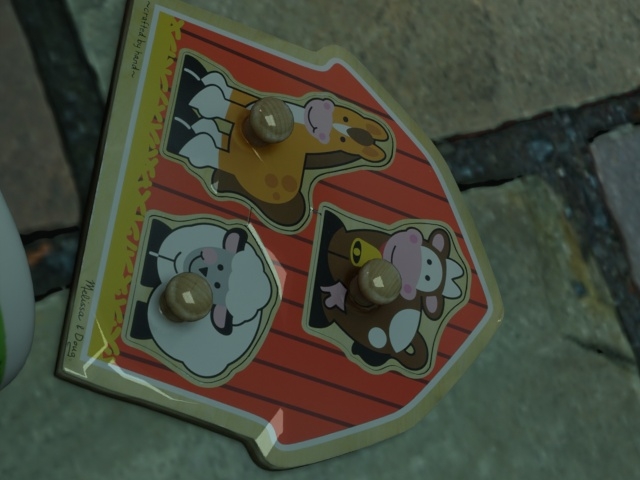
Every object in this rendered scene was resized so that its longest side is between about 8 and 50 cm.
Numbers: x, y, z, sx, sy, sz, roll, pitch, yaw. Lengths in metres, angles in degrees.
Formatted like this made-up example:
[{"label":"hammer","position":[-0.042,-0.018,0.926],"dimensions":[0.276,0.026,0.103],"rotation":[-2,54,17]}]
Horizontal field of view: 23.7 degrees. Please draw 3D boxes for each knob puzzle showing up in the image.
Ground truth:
[{"label":"knob puzzle","position":[0.000,0.000,0.625],"dimensions":[0.213,0.030,0.213],"rotation":[12,66,-28]}]

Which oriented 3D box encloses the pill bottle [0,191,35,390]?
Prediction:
[{"label":"pill bottle","position":[-0.211,0.047,0.410],"dimensions":[0.245,0.136,0.136],"rotation":[-38,94,-36]}]
